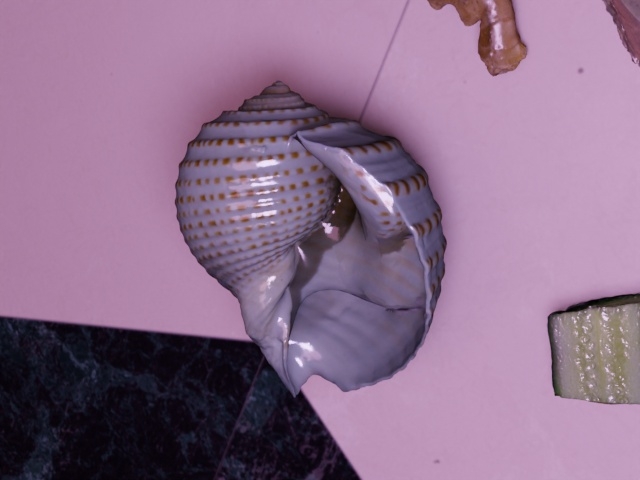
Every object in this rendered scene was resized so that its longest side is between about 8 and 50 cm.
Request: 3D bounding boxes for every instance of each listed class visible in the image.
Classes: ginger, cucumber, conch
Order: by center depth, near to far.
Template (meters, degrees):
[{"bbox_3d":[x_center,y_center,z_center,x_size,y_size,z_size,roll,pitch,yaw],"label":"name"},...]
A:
[{"bbox_3d":[0.298,0.110,1.400,0.116,0.062,0.115,0,99,37],"label":"cucumber"},{"bbox_3d":[0.153,-0.248,1.403,0.096,0.067,0.165,-11,95,9],"label":"ginger"},{"bbox_3d":[0.006,-0.012,1.459,0.303,0.215,0.319,2,126,30],"label":"conch"}]

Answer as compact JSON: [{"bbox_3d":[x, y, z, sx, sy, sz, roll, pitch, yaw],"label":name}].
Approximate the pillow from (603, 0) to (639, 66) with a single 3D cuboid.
[{"bbox_3d":[0.315,-0.280,1.325,0.135,0.034,0.211,-36,80,32],"label":"pillow"}]
